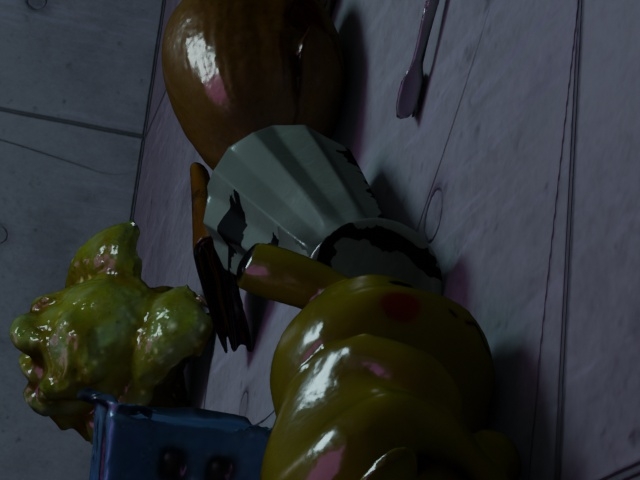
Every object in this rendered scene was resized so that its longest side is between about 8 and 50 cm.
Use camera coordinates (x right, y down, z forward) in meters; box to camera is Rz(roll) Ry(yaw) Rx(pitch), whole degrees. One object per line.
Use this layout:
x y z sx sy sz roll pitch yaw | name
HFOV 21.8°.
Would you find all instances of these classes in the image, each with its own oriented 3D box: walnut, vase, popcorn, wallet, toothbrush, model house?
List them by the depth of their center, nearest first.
0.107 -0.245 1.446 0.026 0.024 0.288 -70 -7 -76 | toothbrush
0.000 0.000 1.454 0.360 0.165 0.165 -137 58 -71 | vase
-0.161 0.318 1.782 0.237 0.216 0.303 165 110 -76 | model house
-0.071 -0.167 1.797 0.297 0.203 0.203 -96 20 -43 | walnut
-0.131 0.026 2.056 0.161 0.042 0.195 -107 3 -51 | wallet
-0.314 0.139 2.465 0.321 0.290 0.325 -152 54 -75 | popcorn

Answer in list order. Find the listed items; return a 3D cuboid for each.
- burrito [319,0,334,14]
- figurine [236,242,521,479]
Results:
-0.044 -0.323 2.023 0.299 0.105 0.143 -126 51 -76 | burrito
0.043 0.134 1.099 0.169 0.218 0.326 -30 25 18 | figurine
